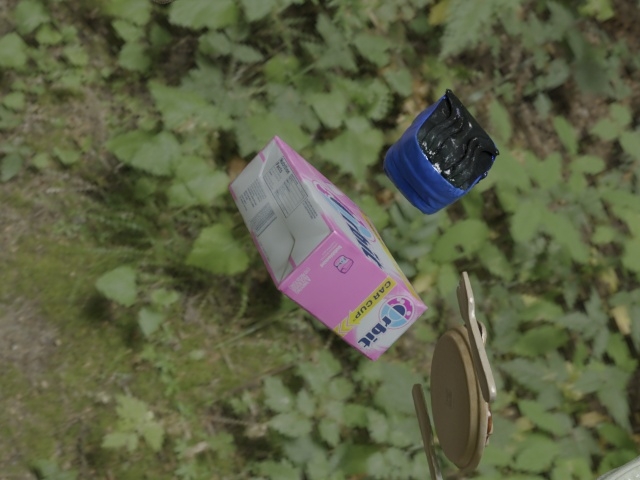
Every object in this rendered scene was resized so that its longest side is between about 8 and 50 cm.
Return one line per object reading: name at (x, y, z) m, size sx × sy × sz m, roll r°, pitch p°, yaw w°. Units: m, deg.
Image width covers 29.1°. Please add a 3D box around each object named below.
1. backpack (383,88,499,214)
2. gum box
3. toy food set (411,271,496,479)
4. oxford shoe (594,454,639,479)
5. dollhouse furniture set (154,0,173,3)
backpack at (0.121, -0.080, 1.306) m, size 0.098 × 0.101 × 0.120 m, roll 45°, pitch 36°, yaw -5°
gum box at (0.000, 0.000, 0.978) m, size 0.107 × 0.062 × 0.188 m, roll 39°, pitch 11°, yaw -31°
toy food set at (0.125, 0.127, 1.034) m, size 0.038 × 0.192 × 0.132 m, roll -2°, pitch 54°, yaw -12°
oxford shoe at (0.433, 0.309, 1.466) m, size 0.449 × 0.130 × 0.169 m, roll -12°, pitch 65°, yaw -39°
dollhouse furniture set at (-0.192, -0.335, 0.545) m, size 0.362 × 0.394 × 0.256 m, roll 25°, pitch 29°, yaw 16°
